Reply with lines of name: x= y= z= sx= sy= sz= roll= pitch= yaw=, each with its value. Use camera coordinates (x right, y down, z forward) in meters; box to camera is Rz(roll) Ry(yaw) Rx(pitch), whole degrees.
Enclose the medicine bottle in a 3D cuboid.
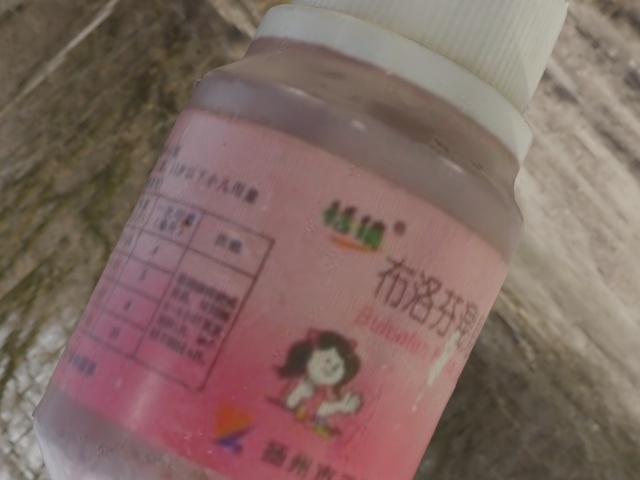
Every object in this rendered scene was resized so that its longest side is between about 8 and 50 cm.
medicine bottle: x=0.000 y=0.000 z=0.492 sx=0.147 sy=0.247 sz=0.147 roll=25 pitch=175 yaw=3
